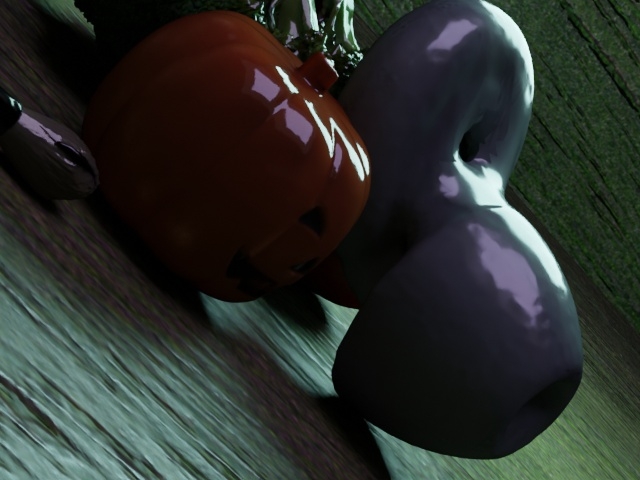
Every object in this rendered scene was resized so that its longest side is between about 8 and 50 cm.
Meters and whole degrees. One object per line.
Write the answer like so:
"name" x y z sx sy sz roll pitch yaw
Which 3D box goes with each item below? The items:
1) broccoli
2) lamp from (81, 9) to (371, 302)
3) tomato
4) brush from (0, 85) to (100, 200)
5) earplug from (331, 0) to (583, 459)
"broccoli" -0.057 -0.191 1.393 0.254 0.269 0.269 24 6 11
"lamp" -0.052 -0.060 1.220 0.187 0.164 0.188 45 13 -13
"tomato" 0.000 0.000 1.491 0.156 0.069 0.155 55 3 -4
"brush" -0.226 -0.115 1.028 0.299 0.039 0.042 43 14 -31
"earplug" 0.095 -0.008 1.353 0.214 0.175 0.326 10 76 -58
